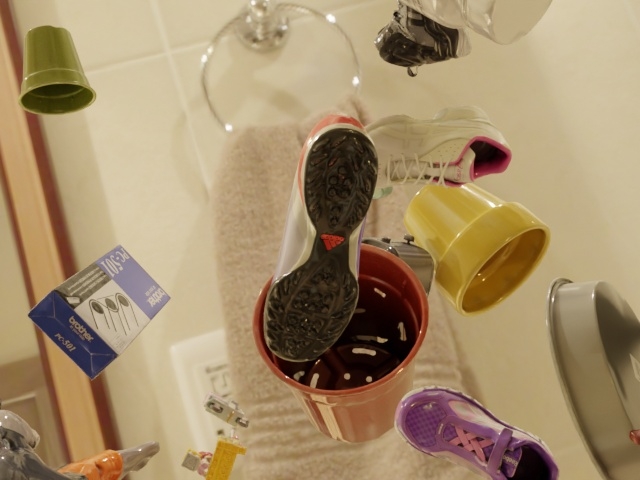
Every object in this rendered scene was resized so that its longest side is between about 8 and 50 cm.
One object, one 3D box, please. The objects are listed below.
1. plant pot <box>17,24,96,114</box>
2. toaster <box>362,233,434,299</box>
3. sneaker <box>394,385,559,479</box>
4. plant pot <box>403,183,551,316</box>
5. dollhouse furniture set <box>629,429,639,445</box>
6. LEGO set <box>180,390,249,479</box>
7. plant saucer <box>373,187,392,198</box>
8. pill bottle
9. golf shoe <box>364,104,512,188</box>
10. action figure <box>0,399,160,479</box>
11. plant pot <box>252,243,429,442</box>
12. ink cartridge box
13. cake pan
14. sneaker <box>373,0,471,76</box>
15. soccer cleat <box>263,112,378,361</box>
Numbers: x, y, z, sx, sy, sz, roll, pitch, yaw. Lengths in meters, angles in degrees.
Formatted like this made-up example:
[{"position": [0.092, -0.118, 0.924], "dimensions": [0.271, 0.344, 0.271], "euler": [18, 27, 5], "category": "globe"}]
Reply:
[{"position": [-0.299, -0.193, 0.856], "dimensions": [0.083, 0.079, 0.083], "euler": [-12, -13, -3], "category": "plant pot"}, {"position": [0.140, 0.099, 1.562], "dimensions": [0.146, 0.227, 0.129], "euler": [-3, 18, -43], "category": "toaster"}, {"position": [0.211, 0.265, 0.996], "dimensions": [0.236, 0.095, 0.104], "euler": [25, -2, -4], "category": "sneaker"}, {"position": [0.312, -0.009, 1.623], "dimensions": [0.254, 0.239, 0.254], "euler": [-27, -34, -20], "category": "plant pot"}, {"position": [0.389, 0.296, 0.578], "dimensions": [0.152, 0.201, 0.374], "euler": [-9, 10, 0], "category": "dollhouse furniture set"}, {"position": [-0.211, 0.381, 1.227], "dimensions": [0.287, 0.132, 0.107], "euler": [-50, 5, -2], "category": "LEGO set"}, {"position": [0.118, -0.137, 1.882], "dimensions": [0.119, 0.021, 0.119], "euler": [21, -27, 11], "category": "plant saucer"}, {"position": [0.151, -0.368, 0.965], "dimensions": [0.160, 0.283, 0.160], "euler": [-34, -34, -26], "category": "pill bottle"}, {"position": [0.167, -0.136, 1.234], "dimensions": [0.306, 0.140, 0.115], "euler": [-17, -51, -16], "category": "golf shoe"}, {"position": [-0.248, 0.195, 0.680], "dimensions": [0.178, 0.341, 0.330], "euler": [-27, -34, 21], "category": "action figure"}, {"position": [0.046, 0.190, 1.270], "dimensions": [0.272, 0.272, 0.265], "euler": [-17, -37, -3], "category": "plant pot"}, {"position": [-0.246, 0.075, 0.886], "dimensions": [0.046, 0.097, 0.207], "euler": [-41, 7, 11], "category": "ink cartridge box"}, {"position": [0.365, 0.174, 0.935], "dimensions": [0.054, 0.293, 0.293], "euler": [-26, -15, 30], "category": "cake pan"}, {"position": [0.146, -0.402, 1.344], "dimensions": [0.153, 0.101, 0.268], "euler": [-26, -54, 23], "category": "sneaker"}, {"position": [0.000, 0.000, 0.938], "dimensions": [0.108, 0.318, 0.116], "euler": [9, 24, -7], "category": "soccer cleat"}]
